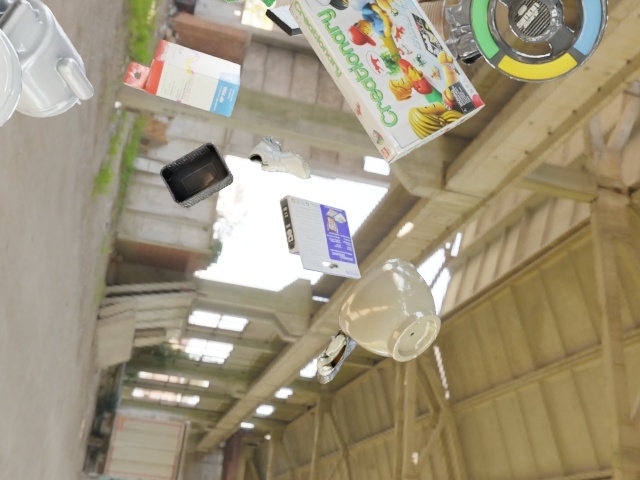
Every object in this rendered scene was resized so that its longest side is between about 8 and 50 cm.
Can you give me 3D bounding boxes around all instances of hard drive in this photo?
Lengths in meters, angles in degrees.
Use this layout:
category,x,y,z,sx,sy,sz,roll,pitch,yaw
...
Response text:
category,x,y,z,sx,sy,sz,roll,pitch,yaw
hard drive,-0.057,-0.541,1.715,0.135,0.094,0.022,-28,155,-44

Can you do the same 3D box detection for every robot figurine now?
category,x,y,z,sx,sy,sz,roll,pitch,yaw
robot figurine,-0.655,-0.408,1.577,0.200,0.300,0.353,-59,171,-15

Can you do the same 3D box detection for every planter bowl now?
category,x,y,z,sx,sy,sz,roll,pitch,yaw
planter bowl,0.125,0.126,1.140,0.109,0.162,0.162,46,-49,38

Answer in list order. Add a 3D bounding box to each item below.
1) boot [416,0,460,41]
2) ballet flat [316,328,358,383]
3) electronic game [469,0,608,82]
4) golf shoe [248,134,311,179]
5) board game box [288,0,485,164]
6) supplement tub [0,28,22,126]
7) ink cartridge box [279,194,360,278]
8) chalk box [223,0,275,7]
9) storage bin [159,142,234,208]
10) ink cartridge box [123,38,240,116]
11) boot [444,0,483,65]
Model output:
category,x,y,z,sx,sy,sz,roll,pitch,yaw
boot,0.161,-0.481,1.406,0.109,0.220,0.283,59,40,-51
ballet flat,0.030,0.298,1.822,0.203,0.074,0.074,-54,-158,27
electronic game,0.358,-0.375,1.168,0.048,0.229,0.229,-42,162,-43
golf shoe,-0.098,-0.179,1.679,0.176,0.086,0.069,34,-27,34
board game box,0.109,-0.300,1.154,0.305,0.193,0.053,57,-21,4
supplement tub,-0.654,-0.286,1.231,0.325,0.235,0.235,14,-87,64
ink cartridge box,0.000,0.000,1.765,0.045,0.206,0.208,-33,-123,38
chalk box,-0.151,-0.564,1.388,0.132,0.213,0.132,12,-118,43
storage bin,-0.354,-0.186,2.022,0.122,0.180,0.084,61,-2,7
ink cartridge box,-0.293,-0.356,1.506,0.134,0.231,0.078,-100,-151,-56
boot,0.267,-0.552,1.897,0.118,0.338,0.223,4,74,-78
